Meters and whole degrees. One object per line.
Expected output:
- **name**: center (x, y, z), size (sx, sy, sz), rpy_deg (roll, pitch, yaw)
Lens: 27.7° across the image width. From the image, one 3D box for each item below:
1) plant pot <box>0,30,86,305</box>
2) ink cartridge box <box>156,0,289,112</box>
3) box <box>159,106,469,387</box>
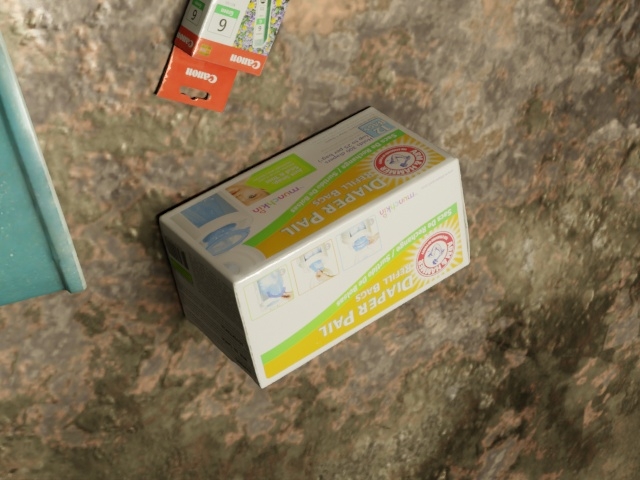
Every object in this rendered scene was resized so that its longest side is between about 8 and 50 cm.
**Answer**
- **plant pot**: center (-0.280, -0.064, 0.637), size (0.255, 0.272, 0.272), rpy_deg (-19, 127, -11)
- **ink cartridge box**: center (-0.065, -0.143, 0.904), size (0.063, 0.029, 0.115), rpy_deg (10, 109, -42)
- **box**: center (0.000, 0.000, 0.984), size (0.203, 0.114, 0.103), rpy_deg (-30, 131, -22)
